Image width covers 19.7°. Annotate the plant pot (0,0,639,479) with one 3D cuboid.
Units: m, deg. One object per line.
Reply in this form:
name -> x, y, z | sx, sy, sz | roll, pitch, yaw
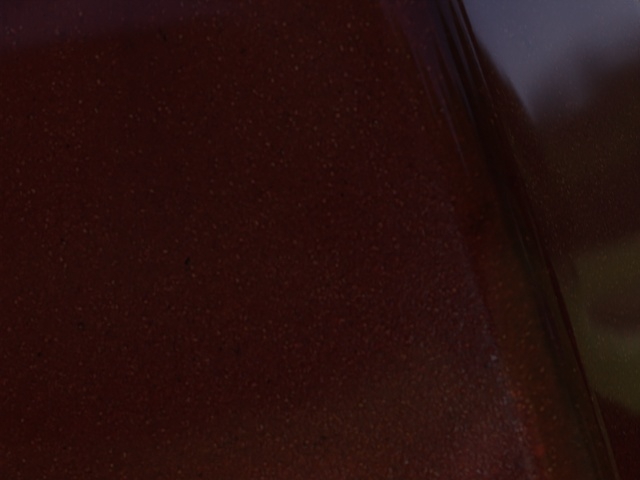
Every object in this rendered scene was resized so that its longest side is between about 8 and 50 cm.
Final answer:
plant pot -> 0.000, 0.000, 0.635 | 0.267, 0.236, 0.267 | -7, 15, 26
